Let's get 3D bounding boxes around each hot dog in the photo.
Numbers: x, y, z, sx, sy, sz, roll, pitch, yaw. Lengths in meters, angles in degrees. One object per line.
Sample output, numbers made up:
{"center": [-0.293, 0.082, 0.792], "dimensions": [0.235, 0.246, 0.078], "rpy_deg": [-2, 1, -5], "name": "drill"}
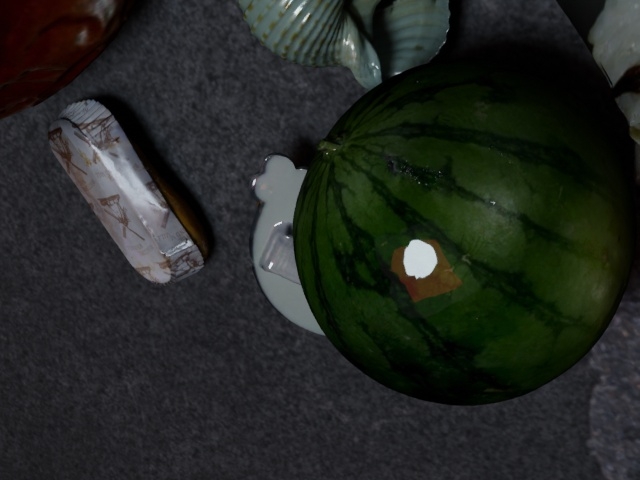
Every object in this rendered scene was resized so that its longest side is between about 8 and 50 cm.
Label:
{"center": [-0.173, -0.042, 1.064], "dimensions": [0.108, 0.059, 0.191], "rpy_deg": [-17, 113, 49], "name": "hot dog"}

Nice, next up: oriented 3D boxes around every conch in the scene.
{"center": [0.015, -0.184, 0.850], "dimensions": [0.153, 0.102, 0.135], "rpy_deg": [28, 127, -32], "name": "conch"}

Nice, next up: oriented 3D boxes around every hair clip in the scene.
{"center": [0.028, 0.029, 0.967], "dimensions": [0.220, 0.054, 0.140], "rpy_deg": [25, 121, -3], "name": "hair clip"}

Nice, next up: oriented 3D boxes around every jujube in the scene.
{"center": [-0.275, -0.212, 0.938], "dimensions": [0.223, 0.223, 0.318], "rpy_deg": [51, 136, -6], "name": "jujube"}

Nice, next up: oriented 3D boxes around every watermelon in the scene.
{"center": [0.098, -0.006, 0.819], "dimensions": [0.242, 0.242, 0.242], "rpy_deg": [13, 123, 22], "name": "watermelon"}

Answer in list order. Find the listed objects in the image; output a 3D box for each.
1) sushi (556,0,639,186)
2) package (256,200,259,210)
{"center": [0.239, -0.151, 0.760], "dimensions": [0.134, 0.109, 0.273], "rpy_deg": [-15, 126, 27], "name": "sushi"}
{"center": [-0.002, 0.000, 1.010], "dimensions": [0.120, 0.031, 0.108], "rpy_deg": [8, 119, 23], "name": "package"}
